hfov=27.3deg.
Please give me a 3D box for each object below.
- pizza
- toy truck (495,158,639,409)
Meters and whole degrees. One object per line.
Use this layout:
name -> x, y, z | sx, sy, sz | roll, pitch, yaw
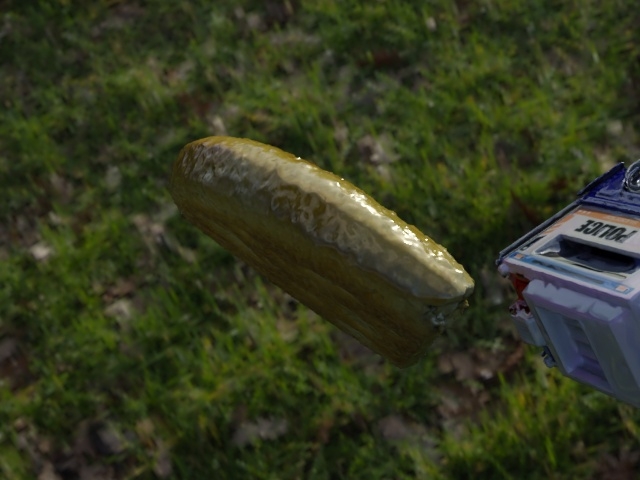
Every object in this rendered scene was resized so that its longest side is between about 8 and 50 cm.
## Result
pizza -> -0.009, -0.012, 0.978 | 0.087, 0.258, 0.268 | -57, -4, -8
toy truck -> 0.241, 0.038, 0.827 | 0.155, 0.124, 0.268 | -33, 18, -13
